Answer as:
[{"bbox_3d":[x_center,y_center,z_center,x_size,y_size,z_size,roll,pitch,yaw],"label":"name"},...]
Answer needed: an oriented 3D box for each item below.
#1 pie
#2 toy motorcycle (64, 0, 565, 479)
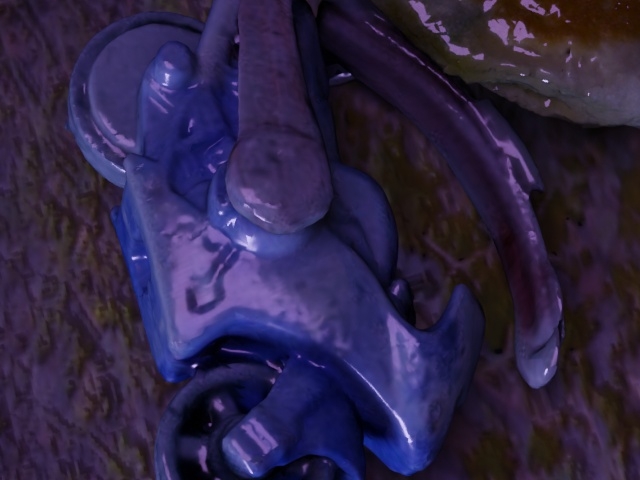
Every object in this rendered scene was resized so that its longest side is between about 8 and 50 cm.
[{"bbox_3d":[0.134,-0.199,0.888,0.302,0.067,0.303,2,64,-5],"label":"pie"},{"bbox_3d":[0.001,-0.008,0.840,0.241,0.182,0.319,-19,72,7],"label":"toy motorcycle"}]
